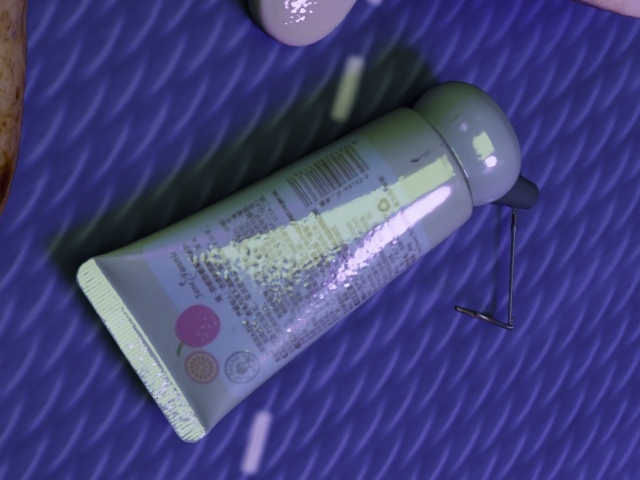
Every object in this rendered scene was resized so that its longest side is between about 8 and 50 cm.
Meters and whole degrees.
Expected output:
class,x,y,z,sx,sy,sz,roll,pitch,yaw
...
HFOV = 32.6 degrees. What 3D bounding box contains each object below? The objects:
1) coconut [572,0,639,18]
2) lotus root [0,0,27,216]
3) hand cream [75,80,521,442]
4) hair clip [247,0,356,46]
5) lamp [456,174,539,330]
class,x,y,z,sx,sy,sz,roll,pitch,yaw
coconut,0.201,-0.278,0.695,0.329,0.329,0.328,-3,99,-21
lotus root,-0.231,-0.102,0.646,0.110,0.097,0.258,5,92,-19
hand cream,0.000,0.000,0.751,0.306,0.093,0.147,-33,106,-12
hair clip,0.001,-0.240,0.733,0.159,0.071,0.218,0,102,-24
lamp,0.140,0.005,0.838,0.054,0.041,0.121,15,88,-31
